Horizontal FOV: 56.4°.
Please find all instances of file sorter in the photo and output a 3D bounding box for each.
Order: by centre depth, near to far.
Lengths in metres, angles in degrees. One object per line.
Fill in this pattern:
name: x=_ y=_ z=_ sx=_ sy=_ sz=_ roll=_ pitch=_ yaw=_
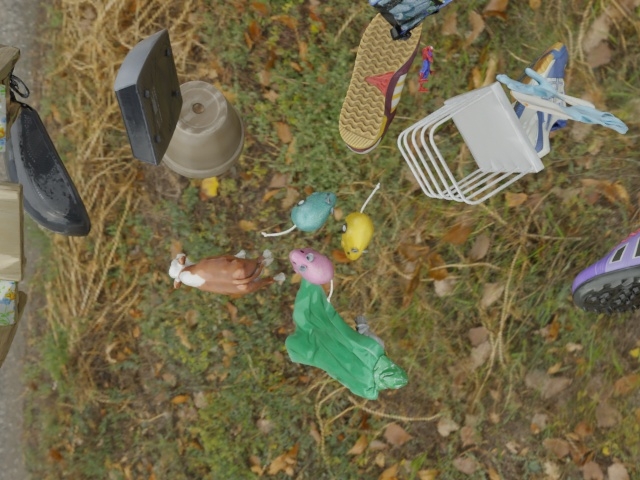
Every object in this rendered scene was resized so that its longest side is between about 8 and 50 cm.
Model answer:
file sorter: x=0.299 y=-0.194 z=1.277 sx=0.173 sy=0.277 sz=0.192 roll=-31 pitch=99 yaw=-2

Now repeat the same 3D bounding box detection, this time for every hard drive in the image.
hard drive: x=-0.304 y=-0.263 z=1.074 sx=0.054 sy=0.254 sz=0.172 roll=-3 pitch=128 yaw=1

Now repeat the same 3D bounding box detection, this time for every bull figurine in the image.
bull figurine: x=-0.241 y=0.078 z=1.516 sx=0.310 sy=0.188 sz=0.101 roll=8 pitch=109 yaw=43

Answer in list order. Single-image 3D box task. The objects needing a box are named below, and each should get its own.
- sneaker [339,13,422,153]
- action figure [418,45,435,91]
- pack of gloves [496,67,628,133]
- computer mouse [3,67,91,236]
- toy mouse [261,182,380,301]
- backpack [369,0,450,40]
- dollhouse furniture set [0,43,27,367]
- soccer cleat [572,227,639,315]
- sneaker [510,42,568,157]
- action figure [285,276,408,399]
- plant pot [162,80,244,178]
sneaker: x=0.073 y=-0.199 z=0.741 sx=0.070 sy=0.084 sz=0.185 roll=24 pitch=93 yaw=8
action figure: x=0.209 y=-0.341 z=1.165 sx=0.030 sy=0.038 sz=0.115 roll=0 pitch=56 yaw=17
pack of gloves: x=0.455 y=-0.270 z=1.112 sx=0.232 sy=0.195 sz=0.046 roll=11 pitch=118 yaw=-14
computer mouse: x=-0.414 y=-0.118 z=0.834 sx=0.188 sy=0.072 sz=0.272 roll=0 pitch=116 yaw=60
toy mouse: x=0.000 y=0.000 z=0.727 sx=0.031 sy=0.143 sz=0.161 roll=35 pitch=115 yaw=61
backpack: x=0.095 y=-0.253 z=0.519 sx=0.114 sy=0.084 sz=0.105 roll=-17 pitch=52 yaw=39
dollhouse furniture set: x=-0.307 y=-0.005 z=0.341 sx=0.161 sy=0.242 sz=0.212 roll=-106 pitch=27 yaw=-55
soccer cleat: x=0.473 y=0.011 z=0.814 sx=0.318 sy=0.108 sz=0.116 roll=-16 pitch=56 yaw=-6
sneaker: x=0.504 y=-0.311 z=1.354 sx=0.131 sy=0.112 sz=0.296 roll=33 pitch=73 yaw=-7
action figure: x=0.034 y=0.140 z=0.783 sx=0.232 sy=0.064 sz=0.137 roll=26 pitch=116 yaw=57
plant pot: x=-0.414 y=-0.402 z=2.051 sx=0.280 sy=0.323 sz=0.323 roll=137 pitch=112 yaw=-75
